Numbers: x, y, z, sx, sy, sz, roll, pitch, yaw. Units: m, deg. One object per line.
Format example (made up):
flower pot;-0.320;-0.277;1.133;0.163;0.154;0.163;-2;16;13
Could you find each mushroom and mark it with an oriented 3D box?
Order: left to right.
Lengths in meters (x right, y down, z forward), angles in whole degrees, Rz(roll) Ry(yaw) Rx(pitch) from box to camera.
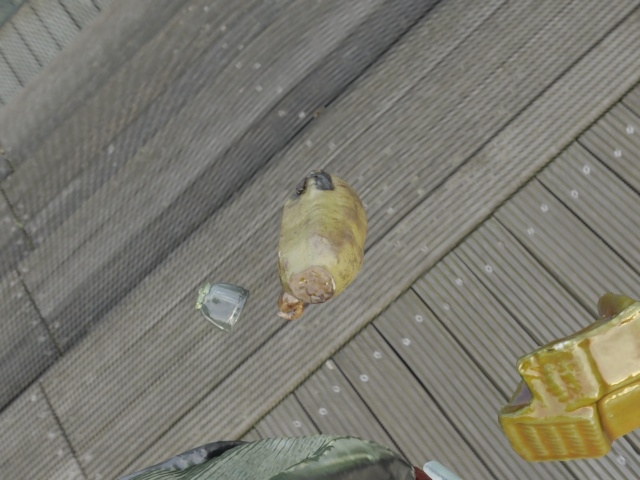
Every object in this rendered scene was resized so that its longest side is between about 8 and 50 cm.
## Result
mushroom;-0.058;0.131;1.941;0.080;0.135;0.170;41;121;10

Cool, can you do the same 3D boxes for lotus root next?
lotus root;0.000;0.000;0.950;0.110;0.097;0.258;-29;23;18

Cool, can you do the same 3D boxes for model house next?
model house;0.350;0.195;1.099;0.239;0.268;0.173;-29;38;5

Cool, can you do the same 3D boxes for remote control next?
remote control;0.281;0.496;1.570;0.166;0.065;0.029;31;95;28

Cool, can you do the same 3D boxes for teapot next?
teapot;-0.192;0.122;1.484;0.091;0.124;0.092;27;65;-6

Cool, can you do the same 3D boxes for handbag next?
handbag;-0.053;0.319;0.771;0.240;0.340;0.247;-11;78;30

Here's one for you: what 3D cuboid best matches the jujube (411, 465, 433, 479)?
jujube;0.168;0.427;1.298;0.077;0.077;0.129;-39;99;7
